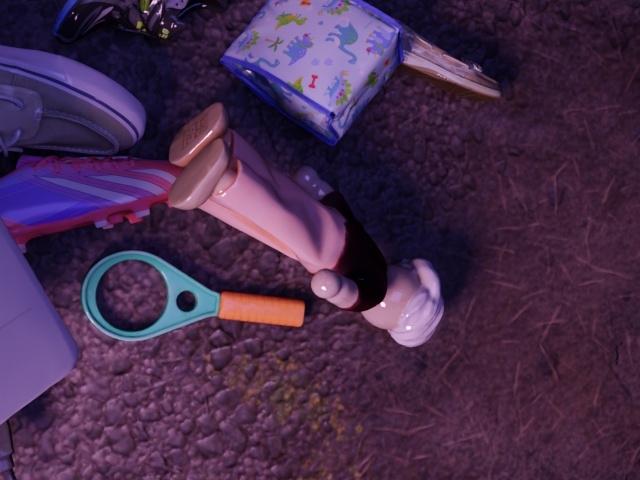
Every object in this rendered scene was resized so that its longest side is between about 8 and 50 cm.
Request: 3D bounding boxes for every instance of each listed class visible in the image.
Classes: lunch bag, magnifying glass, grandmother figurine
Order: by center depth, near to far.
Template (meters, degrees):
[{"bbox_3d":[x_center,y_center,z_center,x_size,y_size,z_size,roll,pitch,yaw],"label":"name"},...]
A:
[{"bbox_3d":[0.000,0.000,1.039,0.342,0.104,0.207,38,34,-31],"label":"grandmother figurine"},{"bbox_3d":[-0.128,0.063,1.061,0.231,0.026,0.092,8,86,-20],"label":"magnifying glass"},{"bbox_3d":[-0.009,-0.194,1.072,0.151,0.096,0.128,34,76,14],"label":"lunch bag"}]

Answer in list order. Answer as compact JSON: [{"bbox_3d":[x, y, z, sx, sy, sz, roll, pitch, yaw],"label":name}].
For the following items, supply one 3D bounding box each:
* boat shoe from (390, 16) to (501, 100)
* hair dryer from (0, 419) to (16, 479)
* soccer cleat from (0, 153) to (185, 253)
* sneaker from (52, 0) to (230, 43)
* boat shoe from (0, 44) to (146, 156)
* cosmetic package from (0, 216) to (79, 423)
[{"bbox_3d":[0.135,-0.197,1.143,0.153,0.056,0.048,20,87,-11],"label":"boat shoe"},{"bbox_3d":[-0.327,0.319,0.976,0.224,0.080,0.293,-28,93,-2],"label":"hair dryer"},{"bbox_3d":[-0.237,-0.051,0.998,0.248,0.083,0.095,-18,90,-16],"label":"soccer cleat"},{"bbox_3d":[-0.173,-0.232,1.027,0.188,0.067,0.078,-22,90,-21],"label":"sneaker"},{"bbox_3d":[-0.306,-0.122,0.936,0.302,0.109,0.094,15,64,-27],"label":"boat shoe"},{"bbox_3d":[-0.460,0.034,0.721,0.393,0.327,0.329,62,32,-9],"label":"cosmetic package"}]
